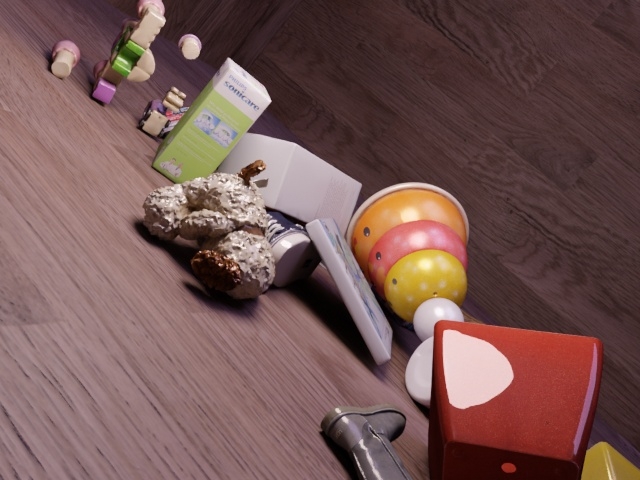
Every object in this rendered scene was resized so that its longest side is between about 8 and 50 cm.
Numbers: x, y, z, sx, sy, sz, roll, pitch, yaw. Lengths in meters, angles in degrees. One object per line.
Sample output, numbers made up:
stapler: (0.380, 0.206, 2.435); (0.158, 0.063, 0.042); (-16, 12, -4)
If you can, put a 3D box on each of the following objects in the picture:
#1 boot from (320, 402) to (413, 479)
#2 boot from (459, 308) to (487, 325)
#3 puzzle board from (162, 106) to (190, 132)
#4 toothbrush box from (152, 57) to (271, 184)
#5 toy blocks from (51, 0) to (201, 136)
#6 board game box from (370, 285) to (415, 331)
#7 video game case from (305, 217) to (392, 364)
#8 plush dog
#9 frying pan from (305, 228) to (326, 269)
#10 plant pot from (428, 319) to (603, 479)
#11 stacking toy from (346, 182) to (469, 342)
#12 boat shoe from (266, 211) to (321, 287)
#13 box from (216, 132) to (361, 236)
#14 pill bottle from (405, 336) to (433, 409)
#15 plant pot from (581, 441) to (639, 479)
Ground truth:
boot: (0.110, 0.333, 0.913); (0.190, 0.076, 0.208); (9, 23, -42)
boot: (0.398, 0.270, 2.023); (0.236, 0.089, 0.270); (17, 9, 37)
puzzle board: (-0.393, -0.321, 1.680); (0.096, 0.128, 0.011); (52, -27, 45)
toothbrush box: (-0.255, -0.270, 1.480); (0.122, 0.283, 0.206); (36, 12, -20)
toy blocks: (-0.467, -0.483, 1.579); (0.309, 0.288, 0.260); (30, 21, -30)
board game box: (0.243, 0.201, 1.905); (0.141, 0.048, 0.170); (26, 19, -46)
video game case: (0.075, 0.099, 1.442); (0.328, 0.036, 0.300); (62, 8, 1)
plush dog: (-0.151, -0.003, 1.123); (0.262, 0.211, 0.225); (18, 49, -63)
frying pan: (0.022, 0.020, 1.888); (0.197, 0.053, 0.326); (41, 14, -1)
plant pot: (0.295, 0.314, 0.996); (0.268, 0.267, 0.235); (5, 28, 15)
stacking toy: (0.262, 0.093, 1.617); (0.351, 0.350, 0.479); (36, 20, -23)
boat shoe: (-0.098, 0.008, 1.396); (0.158, 0.127, 0.340); (36, 3, 12)
box: (-0.079, -0.141, 1.669); (0.215, 0.168, 0.345); (18, -3, 34)
pill bottle: (0.338, 0.339, 1.409); (0.283, 0.160, 0.160); (35, 13, -27)
plant pot: (0.545, 0.556, 1.190); (0.212, 0.212, 0.187); (40, 23, -6)
